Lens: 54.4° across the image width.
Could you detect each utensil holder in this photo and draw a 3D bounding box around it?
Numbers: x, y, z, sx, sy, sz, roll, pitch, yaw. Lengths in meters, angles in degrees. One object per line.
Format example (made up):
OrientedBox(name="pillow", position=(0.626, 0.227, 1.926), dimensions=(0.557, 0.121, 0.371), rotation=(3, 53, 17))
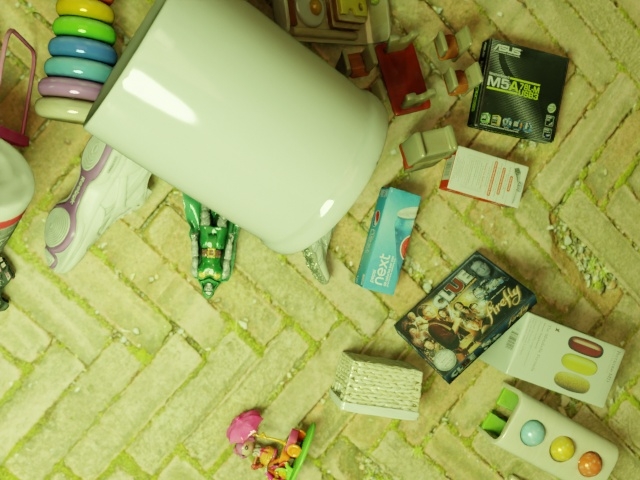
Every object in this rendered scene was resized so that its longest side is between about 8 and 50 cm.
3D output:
OrientedBox(name="utensil holder", position=(-0.138, -0.204, 1.024), dimensions=(0.385, 0.327, 0.328), rotation=(31, 88, -26))

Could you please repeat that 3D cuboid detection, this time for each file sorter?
OrientedBox(name="file sorter", position=(-0.642, -0.277, 1.020), dimensions=(0.290, 0.202, 0.183), rotation=(10, 91, -12))

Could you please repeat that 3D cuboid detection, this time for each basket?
OrientedBox(name="basket", position=(0.115, 0.294, 1.270), dimensions=(0.167, 0.113, 0.103), rotation=(12, 88, -12))

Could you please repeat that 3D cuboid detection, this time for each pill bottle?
OrientedBox(name="pill bottle", position=(-0.585, -0.011, 0.962), dimensions=(0.176, 0.176, 0.318), rotation=(38, 121, -12))

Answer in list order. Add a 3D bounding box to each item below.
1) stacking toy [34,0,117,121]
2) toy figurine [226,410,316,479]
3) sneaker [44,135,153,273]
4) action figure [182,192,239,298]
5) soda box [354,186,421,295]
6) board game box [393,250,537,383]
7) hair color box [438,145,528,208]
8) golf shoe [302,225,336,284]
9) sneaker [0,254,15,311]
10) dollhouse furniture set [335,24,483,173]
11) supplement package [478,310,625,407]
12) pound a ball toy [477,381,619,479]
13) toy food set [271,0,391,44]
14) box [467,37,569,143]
OrientedBox(name="stacking toy", position=(-0.411, -0.372, 1.086), dimensions=(0.141, 0.141, 0.331), rotation=(5, 95, -12))
OrientedBox(name="toy figurine", position=(-0.114, 0.412, 1.248), dimensions=(0.159, 0.130, 0.173), rotation=(24, 114, 1))
OrientedBox(name="sneaker", position=(-0.390, -0.058, 1.131), dimensions=(0.152, 0.114, 0.305), rotation=(15, 115, -52))
OrientedBox(name="action figure", position=(-0.207, -0.004, 1.203), dimensions=(0.137, 0.063, 0.233), rotation=(3, 92, -4))
OrientedBox(name="soda box", position=(0.136, 0.000, 1.272), dimensions=(0.071, 0.067, 0.210), rotation=(15, 92, -12))
OrientedBox(name="board game box", position=(0.292, 0.151, 1.273), dimensions=(0.243, 0.165, 0.042), rotation=(-41, 138, -6))
OrientedBox(name="hair color box", position=(0.343, -0.132, 1.313), dimensions=(0.167, 0.053, 0.093), rotation=(15, 90, -11))
OrientedBox(name="golf shoe", position=(0.000, 0.000, 1.247), dimensions=(0.085, 0.069, 0.176), rotation=(-21, 99, -15))
OrientedBox(name="sneaker", position=(-0.596, 0.049, 1.132), dimensions=(0.077, 0.072, 0.179), rotation=(3, 100, -26))
OrientedBox(name="dollhouse furniture set", position=(0.180, -0.278, 1.249), dimensions=(0.261, 0.135, 0.259), rotation=(-14, 86, -11))
OrientedBox(name="supplement package", position=(0.489, 0.241, 1.331), dimensions=(0.243, 0.134, 0.139), rotation=(20, 91, -13))
OrientedBox(name="pound a ball toy", position=(0.498, 0.479, 1.351), dimensions=(0.319, 0.135, 0.208), rotation=(30, 88, -12))
OrientedBox(name="toy food set", position=(0.021, -0.481, 1.136), dimensions=(0.306, 0.092, 0.220), rotation=(-15, 100, -46))
OrientedBox(name="box", position=(0.418, -0.313, 1.318), dimensions=(0.190, 0.045, 0.184), rotation=(10, 95, -13))
